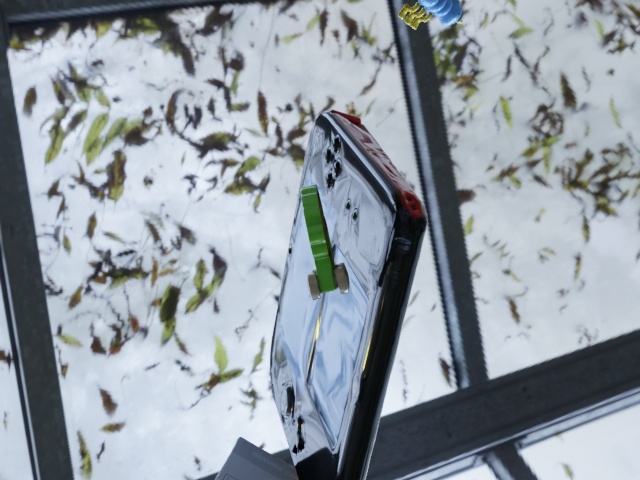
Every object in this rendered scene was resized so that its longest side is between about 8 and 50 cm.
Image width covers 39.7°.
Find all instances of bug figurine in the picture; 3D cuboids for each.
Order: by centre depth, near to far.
[{"bbox_3d":[0.176,-0.437,1.227,0.216,0.072,0.279,19,-81,-42],"label":"bug figurine"}]

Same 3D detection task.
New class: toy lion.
[{"bbox_3d":[0.000,0.000,0.766,0.034,0.100,0.096,-12,-90,3],"label":"toy lion"}]

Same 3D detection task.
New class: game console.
[{"bbox_3d":[0.012,0.076,0.969,0.060,0.386,0.342,6,-157,-12],"label":"game console"}]

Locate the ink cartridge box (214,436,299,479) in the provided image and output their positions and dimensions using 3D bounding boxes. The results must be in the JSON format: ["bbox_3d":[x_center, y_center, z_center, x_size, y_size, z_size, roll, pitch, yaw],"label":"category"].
[{"bbox_3d":[-0.016,0.375,0.923,0.296,0.066,0.261,29,-149,2],"label":"ink cartridge box"}]
